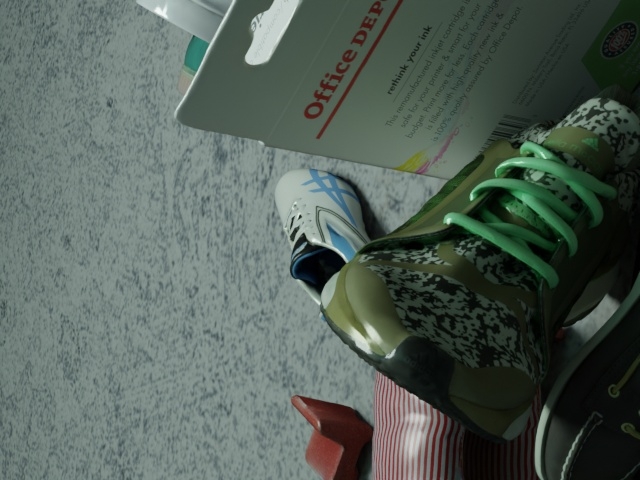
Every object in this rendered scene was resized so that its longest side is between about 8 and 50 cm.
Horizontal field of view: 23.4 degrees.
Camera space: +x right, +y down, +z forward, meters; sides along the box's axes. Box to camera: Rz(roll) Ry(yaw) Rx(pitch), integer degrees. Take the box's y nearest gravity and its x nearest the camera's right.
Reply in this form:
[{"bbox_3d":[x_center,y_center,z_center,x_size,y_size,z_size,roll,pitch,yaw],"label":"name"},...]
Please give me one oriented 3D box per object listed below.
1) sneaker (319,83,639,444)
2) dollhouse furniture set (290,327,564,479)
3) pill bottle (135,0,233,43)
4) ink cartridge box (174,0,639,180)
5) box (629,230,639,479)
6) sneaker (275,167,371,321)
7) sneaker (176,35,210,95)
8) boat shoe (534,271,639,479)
[{"bbox_3d":[0.130,-0.016,1.011,0.182,0.158,0.410,-62,-9,26],"label":"sneaker"},{"bbox_3d":[0.035,0.187,1.298,0.374,0.152,0.201,-22,63,54],"label":"dollhouse furniture set"},{"bbox_3d":[-0.051,-0.345,1.504,0.323,0.181,0.181,-62,34,5],"label":"pill bottle"},{"bbox_3d":[0.069,-0.163,1.145,0.207,0.354,0.119,-57,39,33],"label":"ink cartridge box"},{"bbox_3d":[0.306,0.046,0.971,0.257,0.079,0.322,8,89,61],"label":"box"},{"bbox_3d":[0.000,0.000,1.475,0.085,0.086,0.237,-66,33,25],"label":"sneaker"},{"bbox_3d":[-0.069,-0.190,1.617,0.302,0.108,0.121,29,110,59],"label":"sneaker"},{"bbox_3d":[0.210,0.084,0.965,0.227,0.081,0.068,-63,31,23],"label":"boat shoe"}]
